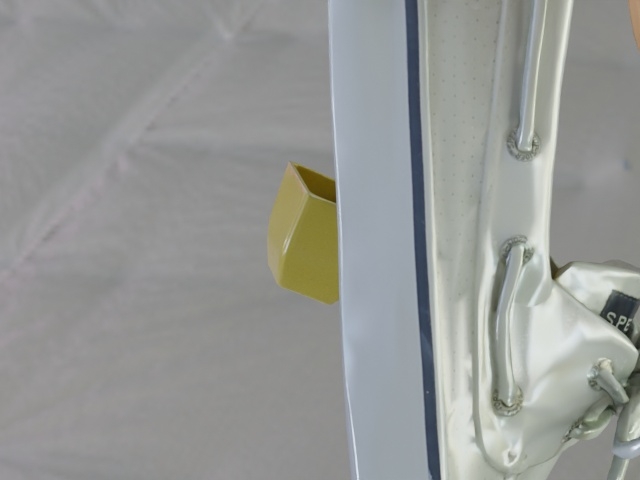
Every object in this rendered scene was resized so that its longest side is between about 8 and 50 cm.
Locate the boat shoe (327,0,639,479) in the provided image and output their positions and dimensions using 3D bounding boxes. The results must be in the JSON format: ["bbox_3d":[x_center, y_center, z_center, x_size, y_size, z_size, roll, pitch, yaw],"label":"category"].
[{"bbox_3d":[0.087,0.036,0.675,0.156,0.367,0.136,-3,-175,2],"label":"boat shoe"}]

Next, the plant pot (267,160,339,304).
[{"bbox_3d":[0.000,0.000,1.289,0.081,0.083,0.081,22,-165,-19],"label":"plant pot"}]

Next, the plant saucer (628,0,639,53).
[{"bbox_3d":[0.115,-0.090,0.553,0.013,0.083,0.083,-1,-151,25],"label":"plant saucer"}]
